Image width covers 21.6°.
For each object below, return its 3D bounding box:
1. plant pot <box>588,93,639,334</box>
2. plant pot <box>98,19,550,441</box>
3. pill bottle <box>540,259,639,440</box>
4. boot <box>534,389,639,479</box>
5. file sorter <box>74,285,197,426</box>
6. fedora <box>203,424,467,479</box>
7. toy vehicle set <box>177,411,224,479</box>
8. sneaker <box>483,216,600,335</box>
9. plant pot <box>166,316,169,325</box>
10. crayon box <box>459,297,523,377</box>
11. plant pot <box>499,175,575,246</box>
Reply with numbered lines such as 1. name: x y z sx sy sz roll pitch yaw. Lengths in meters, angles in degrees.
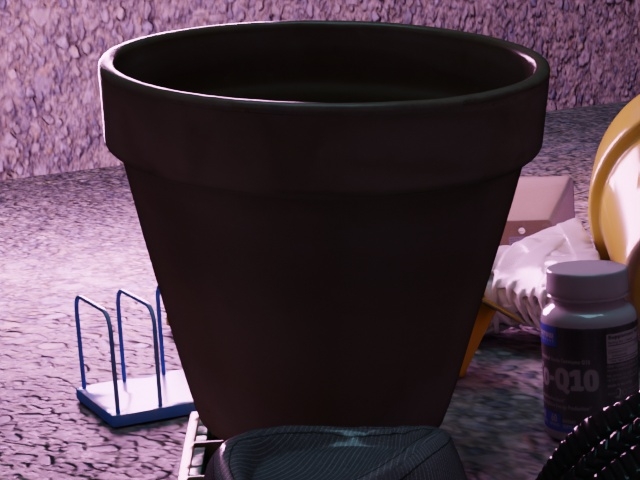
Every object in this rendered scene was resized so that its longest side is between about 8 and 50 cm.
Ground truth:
1. plant pot: 0.375 -0.005 1.591 0.254 0.254 0.239 -1 26 16
2. plant pot: 0.000 0.000 1.238 0.323 0.280 0.323 1 16 0
3. pill bottle: 0.216 0.088 1.346 0.078 0.137 0.078 -4 10 1
4. boot: 0.252 0.162 1.143 0.198 0.137 0.077 -38 30 7
5. file sorter: -0.129 0.095 1.531 0.170 0.105 0.118 -7 11 -23
6. fedora: 0.005 0.176 0.966 0.243 0.124 0.275 1 11 26
7. toy vehicle set: -0.020 0.174 1.240 0.166 0.035 0.267 -4 10 -1
8. sneaker: 0.201 0.068 1.635 0.169 0.108 0.292 -17 13 4
9. plant pot: -0.109 0.057 1.826 0.083 0.081 0.081 15 19 33
10. crayon box: 0.028 0.037 1.605 0.202 0.081 0.318 29 -5 -24
11. plant pot: 0.247 -0.008 2.007 0.109 0.109 0.096 -1 24 14
